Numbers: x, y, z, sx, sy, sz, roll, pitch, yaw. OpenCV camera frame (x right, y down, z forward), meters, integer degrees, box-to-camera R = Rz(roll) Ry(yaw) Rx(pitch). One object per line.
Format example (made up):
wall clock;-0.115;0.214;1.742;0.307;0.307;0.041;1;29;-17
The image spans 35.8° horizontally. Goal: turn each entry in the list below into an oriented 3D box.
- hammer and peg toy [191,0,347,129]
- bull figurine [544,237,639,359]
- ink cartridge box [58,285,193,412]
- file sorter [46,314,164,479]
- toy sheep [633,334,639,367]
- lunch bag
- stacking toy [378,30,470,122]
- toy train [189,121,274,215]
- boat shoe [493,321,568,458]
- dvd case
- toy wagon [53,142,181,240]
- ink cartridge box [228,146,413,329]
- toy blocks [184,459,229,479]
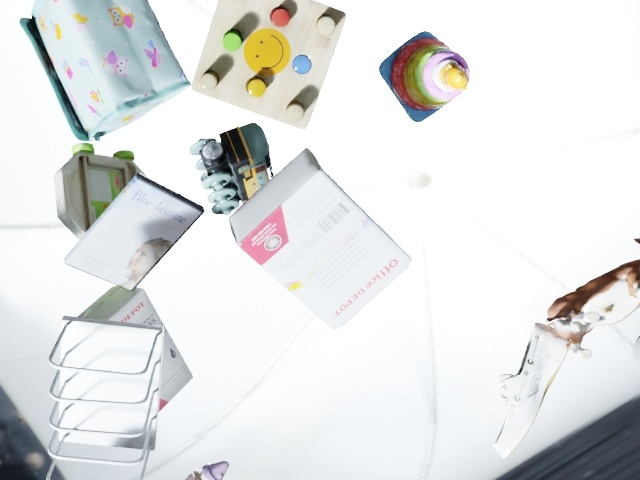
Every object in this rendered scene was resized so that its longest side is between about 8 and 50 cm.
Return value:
hammer and peg toy;-0.080;-0.424;1.969;0.265;0.361;0.127;20;-166;-7
bull figurine;0.565;0.099;1.859;0.101;0.310;0.188;52;-166;-12
ink cartridge box;-0.461;0.278;2.369;0.117;0.207;0.283;2;127;44
file sorter;-0.409;0.311;1.864;0.173;0.192;0.278;-91;8;-67
toy sheep;0.583;0.192;1.711;0.091;0.091;0.132;60;-173;27
lunch bag;-0.342;-0.278;1.513;0.262;0.160;0.223;-13;104;60
stacking toy;0.258;-0.357;2.143;0.175;0.165;0.302;53;177;-13
toy train;-0.210;-0.176;2.487;0.334;0.190;0.142;84;165;-71
boat shoe;0.394;0.292;1.961;0.096;0.277;0.098;27;172;4
dvd case;-0.382;-0.012;2.046;0.180;0.253;0.022;29;-158;-42
toy wagon;-0.492;-0.093;2.447;0.344;0.068;0.267;7;-111;-46
ink cartridge box;0.000;0.000;1.996;0.306;0.226;0.131;44;-172;-32
toy blocks;-0.148;0.629;2.063;0.309;0.260;0.289;46;-170;-26
